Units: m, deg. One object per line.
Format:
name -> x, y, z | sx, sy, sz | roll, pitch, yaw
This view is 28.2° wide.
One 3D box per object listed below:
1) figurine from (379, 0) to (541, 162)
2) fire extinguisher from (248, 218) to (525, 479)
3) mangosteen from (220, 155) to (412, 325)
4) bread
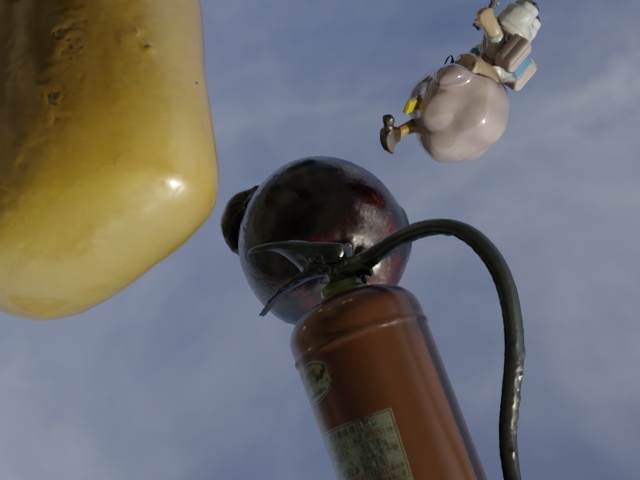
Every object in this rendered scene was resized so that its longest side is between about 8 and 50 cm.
figurine -> 0.166, -0.164, 1.381 | 0.112, 0.137, 0.229 | 35, -99, 17
fire extinguisher -> 0.086, 0.138, 1.006 | 0.200, 0.113, 0.376 | -23, -106, 2
mangosteen -> 0.000, 0.000, 1.426 | 0.210, 0.210, 0.210 | -26, -135, 29
bread -> -0.127, -0.071, 0.618 | 0.147, 0.098, 0.217 | -35, -137, 19
